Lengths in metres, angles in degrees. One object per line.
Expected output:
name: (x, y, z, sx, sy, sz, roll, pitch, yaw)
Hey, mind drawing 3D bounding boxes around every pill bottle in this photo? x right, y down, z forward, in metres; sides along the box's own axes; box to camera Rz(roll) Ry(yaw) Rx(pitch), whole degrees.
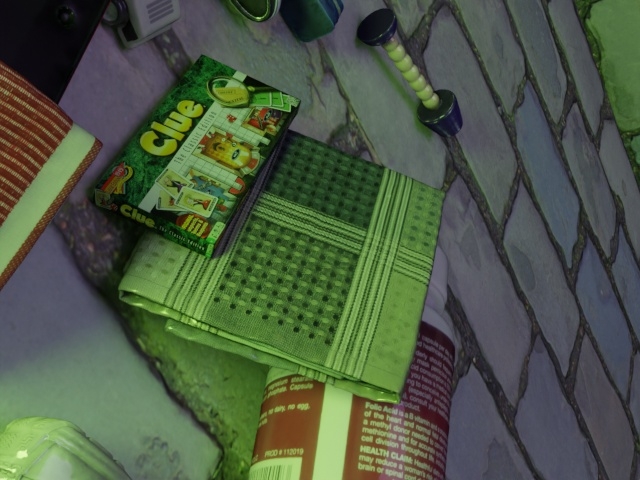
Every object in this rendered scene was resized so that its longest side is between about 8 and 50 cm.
pill bottle: (0.042, 0.191, 1.015, 0.224, 0.224, 0.392, 41, 49, -44)

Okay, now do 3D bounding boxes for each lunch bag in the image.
lunch bag: (-0.017, -0.342, 1.220, 0.098, 0.067, 0.065, 53, 41, -33)

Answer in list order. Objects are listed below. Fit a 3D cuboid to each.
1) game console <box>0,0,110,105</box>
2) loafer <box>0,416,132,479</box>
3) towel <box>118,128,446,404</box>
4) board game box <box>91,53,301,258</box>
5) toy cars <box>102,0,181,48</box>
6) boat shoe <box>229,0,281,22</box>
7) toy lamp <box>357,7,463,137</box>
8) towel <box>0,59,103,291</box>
game console: (-0.340, -0.223, 0.689, 0.342, 0.060, 0.386, 39, 55, -37)
loafer: (-0.178, 0.282, 0.769, 0.319, 0.112, 0.111, 47, 49, -28)
towel: (-0.029, 0.006, 0.947, 0.312, 0.056, 0.324, 22, 47, -2)
board game box: (-0.127, -0.103, 0.946, 0.030, 0.136, 0.260, 111, 3, -47)
toy cars: (-0.203, -0.410, 0.939, 0.176, 0.087, 0.394, 18, 67, -53)
boat shoe: (-0.108, -0.355, 1.039, 0.076, 0.080, 0.228, -82, 161, -46)
toy lamp: (0.164, -0.275, 1.466, 0.274, 0.080, 0.080, 43, 48, -43)
towel: (-0.330, -0.060, 0.579, 0.237, 0.037, 0.329, -55, 139, -5)
